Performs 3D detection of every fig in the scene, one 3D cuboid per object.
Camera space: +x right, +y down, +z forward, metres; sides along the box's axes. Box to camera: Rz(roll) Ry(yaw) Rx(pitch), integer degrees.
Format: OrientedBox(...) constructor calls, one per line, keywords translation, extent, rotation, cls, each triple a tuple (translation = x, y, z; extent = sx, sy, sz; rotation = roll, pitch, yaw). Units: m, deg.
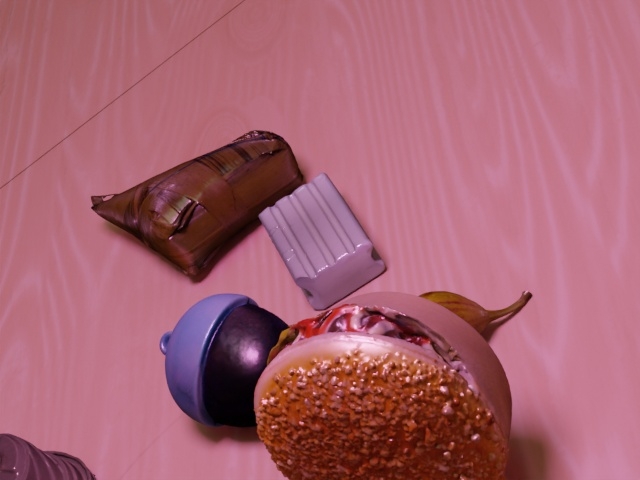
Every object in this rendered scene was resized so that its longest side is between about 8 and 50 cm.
OrientedBox(translation=(0.179, 0.088, 1.951), extent=(0.166, 0.093, 0.093), rotation=(-29, 37, 7), cls="fig")

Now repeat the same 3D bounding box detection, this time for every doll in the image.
OrientedBox(translation=(-0.083, 0.167, 2.016), extent=(0.314, 0.141, 0.177), rotation=(15, 87, 31), cls="doll")

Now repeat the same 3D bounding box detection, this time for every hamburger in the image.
OrientedBox(translation=(0.071, 0.200, 1.745), extent=(0.302, 0.302, 0.170), rotation=(-7, 27, 30), cls="hamburger")

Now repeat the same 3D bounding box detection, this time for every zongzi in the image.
OrientedBox(translation=(-0.192, -0.087, 2.397), extent=(0.260, 0.123, 0.289), rotation=(-39, 33, -16), cls="zongzi")

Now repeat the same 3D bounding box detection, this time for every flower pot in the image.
OrientedBox(translation=(-0.417, 0.347, 2.054), extent=(0.235, 0.140, 0.235), rotation=(-20, 41, 18), cls="flower pot")

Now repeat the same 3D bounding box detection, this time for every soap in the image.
OrientedBox(translation=(0.000, 0.000, 2.197), extent=(0.119, 0.066, 0.198), rotation=(-33, 37, 2), cls="soap")
